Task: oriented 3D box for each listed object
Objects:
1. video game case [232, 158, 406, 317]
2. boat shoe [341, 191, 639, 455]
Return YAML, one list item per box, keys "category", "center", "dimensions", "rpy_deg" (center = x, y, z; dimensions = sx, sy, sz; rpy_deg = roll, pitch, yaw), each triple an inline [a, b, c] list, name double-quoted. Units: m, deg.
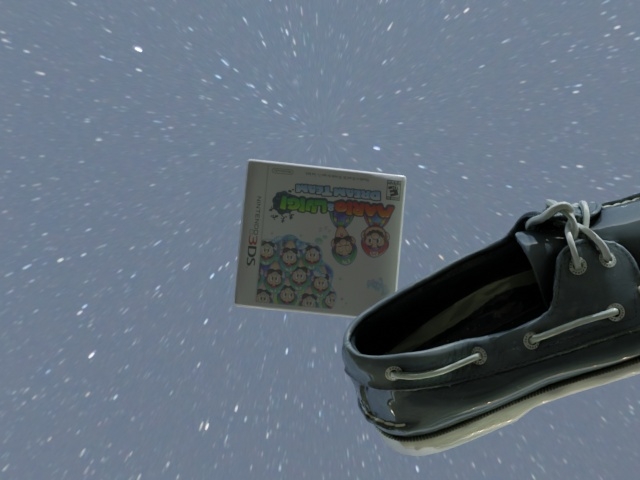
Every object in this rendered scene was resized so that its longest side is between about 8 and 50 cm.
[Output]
- category: "video game case"
  center: [0.000, 0.000, 1.163]
  dimensions: [0.157, 0.019, 0.143]
  rpy_deg: [6, -96, -6]
- category: "boat shoe"
  center: [0.160, 0.029, 0.785]
  dimensions: [0.319, 0.116, 0.099]
  rpy_deg: [-29, -54, 7]
